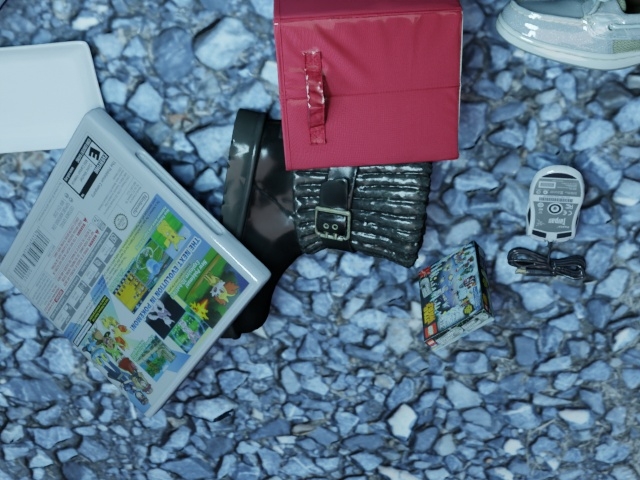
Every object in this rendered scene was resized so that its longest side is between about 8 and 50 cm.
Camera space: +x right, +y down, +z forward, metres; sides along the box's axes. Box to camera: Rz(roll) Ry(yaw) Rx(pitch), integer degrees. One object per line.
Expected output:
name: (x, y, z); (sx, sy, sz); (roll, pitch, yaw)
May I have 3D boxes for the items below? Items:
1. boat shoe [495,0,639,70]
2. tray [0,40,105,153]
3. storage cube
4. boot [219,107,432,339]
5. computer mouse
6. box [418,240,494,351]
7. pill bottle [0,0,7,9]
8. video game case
boat shoe: (0.354, -0.252, 1.220); (0.320, 0.118, 0.103); (2, 120, -2)
tray: (-0.401, -0.178, 1.381); (0.270, 0.030, 0.145); (-3, 126, 7)
storage cube: (0.050, -0.203, 1.219); (0.193, 0.215, 0.184); (-4, 125, 0)
boot: (0.000, 0.002, 1.416); (0.260, 0.131, 0.348); (10, 125, -2)
computer mouse: (0.301, -0.029, 1.427); (0.106, 0.042, 0.193); (5, 132, 7)
box: (0.176, 0.072, 1.448); (0.094, 0.137, 0.027); (-33, 122, 24)
pill bottle: (-0.385, -0.289, 1.213); (0.094, 0.169, 0.094); (2, 125, 3)
video game case: (-0.251, 0.039, 1.428); (0.300, 0.036, 0.329); (44, 128, 4)
